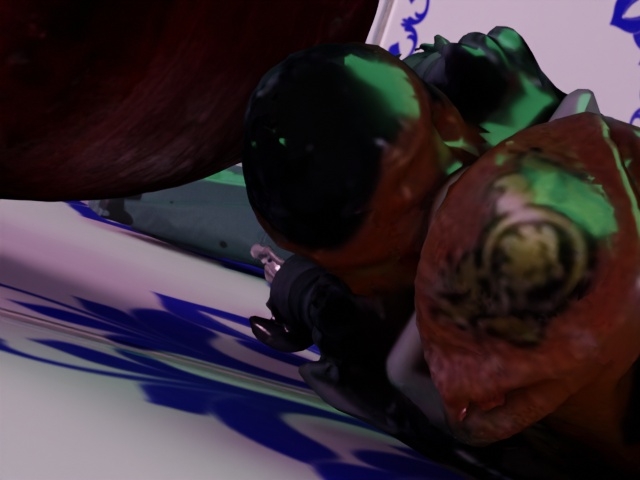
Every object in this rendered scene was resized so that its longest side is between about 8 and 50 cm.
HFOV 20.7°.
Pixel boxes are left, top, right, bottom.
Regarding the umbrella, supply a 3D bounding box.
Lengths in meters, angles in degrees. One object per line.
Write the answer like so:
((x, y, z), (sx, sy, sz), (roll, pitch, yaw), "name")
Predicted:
((0.000, 0.001, 0.917), (0.250, 0.052, 0.053), (17, -4, -6), "umbrella")

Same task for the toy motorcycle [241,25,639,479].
((0.051, 0.003, 0.580), (0.207, 0.134, 0.401), (26, 3, -13), "toy motorcycle")

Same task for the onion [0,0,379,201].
((-0.155, -0.128, 0.643), (0.347, 0.285, 0.347), (35, 23, -17), "onion")
